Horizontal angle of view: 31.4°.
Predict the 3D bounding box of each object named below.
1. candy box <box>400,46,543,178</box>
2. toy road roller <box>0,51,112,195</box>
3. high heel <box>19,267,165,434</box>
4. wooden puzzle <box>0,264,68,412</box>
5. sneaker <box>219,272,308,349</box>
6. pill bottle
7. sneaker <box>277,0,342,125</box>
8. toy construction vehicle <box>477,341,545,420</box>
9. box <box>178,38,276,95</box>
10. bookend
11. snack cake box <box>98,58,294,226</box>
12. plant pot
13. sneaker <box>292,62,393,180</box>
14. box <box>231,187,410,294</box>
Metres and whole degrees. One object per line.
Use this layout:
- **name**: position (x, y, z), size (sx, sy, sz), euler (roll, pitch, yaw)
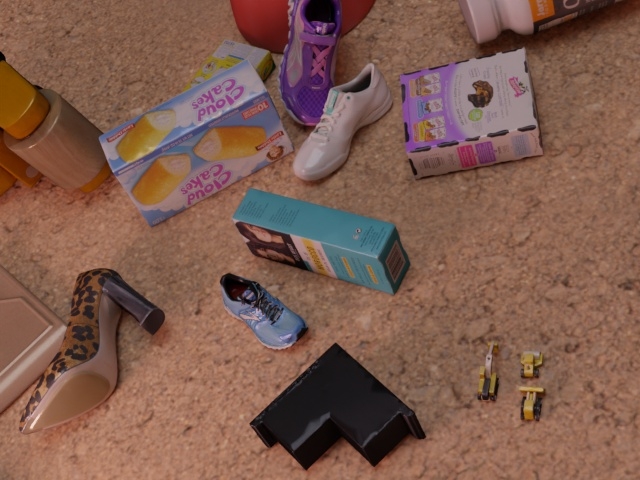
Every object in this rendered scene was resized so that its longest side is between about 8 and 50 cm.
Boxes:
- **candy box**: position (0.225, -0.190, 1.707), size (0.196, 0.070, 0.165), euler (-10, 52, 13)
- **toy road roller**: position (-0.525, -0.157, 1.878), size (0.241, 0.202, 0.329), euler (-51, 49, -5)
- **high heel**: position (-0.367, 0.156, 1.660), size (0.261, 0.093, 0.186), euler (-45, 46, -17)
- **wooden puzzle**: position (-0.519, 0.161, 1.737), size (0.238, 0.044, 0.221), euler (35, 72, 31)
- **sneaker**: position (-0.088, 0.097, 1.604), size (0.162, 0.073, 0.063), euler (27, 67, 34)
- **pill bottle**: position (0.353, -0.414, 1.768), size (0.278, 0.162, 0.162), euler (-21, 51, 4)
- **sneaker**: position (-0.009, -0.302, 1.800), size (0.095, 0.104, 0.237), euler (4, 86, -18)
- **toy construction vehicle**: position (0.244, 0.176, 1.450), size (0.085, 0.035, 0.098), euler (4, 56, 22)
- **box**: position (-0.166, -0.255, 1.914), size (0.105, 0.043, 0.179), euler (21, 62, 31)
- **bookend**: position (0.022, 0.241, 1.458), size (0.156, 0.072, 0.157), euler (-43, 53, -12)
- **snack cake box**: position (-0.190, -0.150, 1.774), size (0.264, 0.152, 0.089), euler (-29, 51, -2)
- **plant pot**: position (-0.057, -0.500, 1.928), size (0.274, 0.243, 0.275), euler (-10, 52, 13)
- **sneaker**: position (0.023, -0.189, 1.763), size (0.080, 0.094, 0.212), euler (28, 68, 32)
- **box**: position (0.000, 0.000, 1.627), size (0.244, 0.100, 0.060), euler (15, 62, 29)
